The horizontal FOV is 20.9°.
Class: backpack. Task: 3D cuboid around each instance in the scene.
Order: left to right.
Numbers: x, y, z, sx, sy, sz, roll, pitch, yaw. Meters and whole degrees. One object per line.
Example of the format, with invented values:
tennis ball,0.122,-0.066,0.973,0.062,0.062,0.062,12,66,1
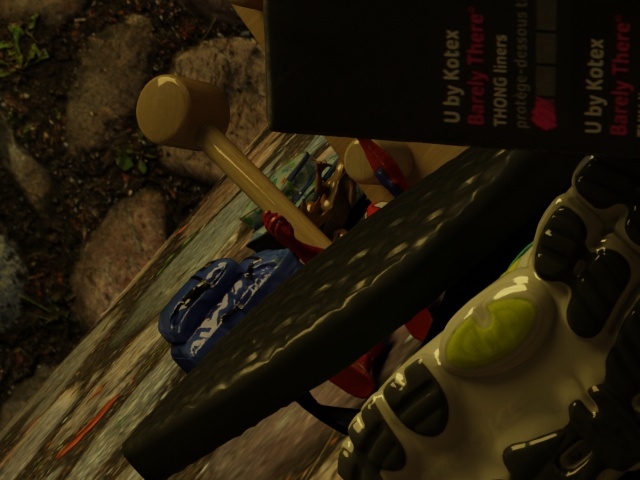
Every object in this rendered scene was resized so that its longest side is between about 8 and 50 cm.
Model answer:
backpack,-0.055,0.057,1.325,0.120,0.101,0.098,-44,13,-12
backpack,-0.013,-0.035,1.636,0.114,0.084,0.105,-48,9,-35

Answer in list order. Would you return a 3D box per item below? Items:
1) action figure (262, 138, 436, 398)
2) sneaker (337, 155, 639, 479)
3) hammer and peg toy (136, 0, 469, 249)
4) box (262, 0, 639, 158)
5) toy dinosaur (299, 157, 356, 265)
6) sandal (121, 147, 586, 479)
action figure,0.016,-0.006,1.157,0.091,0.139,0.280,-43,5,13
sneaker,0.115,0.019,0.611,0.275,0.107,0.110,-38,-3,34
hammer and peg toy,0.043,-0.148,1.369,0.361,0.266,0.127,-43,-20,23
box,0.131,-0.112,0.474,0.165,0.270,0.143,-58,-31,-59
toy dinosaur,0.000,0.000,1.509,0.112,0.064,0.211,-113,46,-84
sandal,0.111,-0.005,0.810,0.446,0.107,0.167,-35,3,-14
